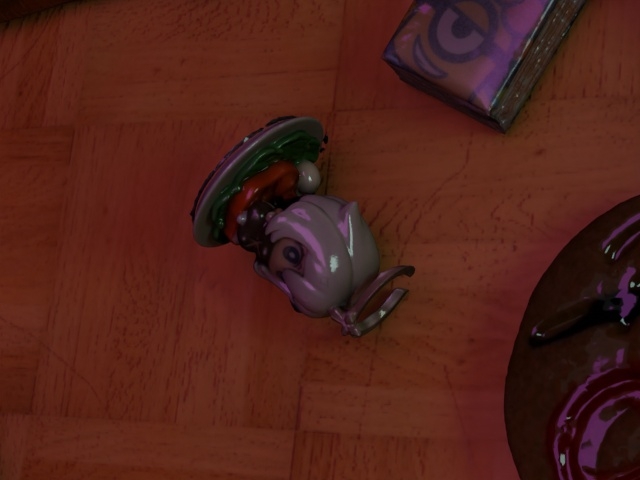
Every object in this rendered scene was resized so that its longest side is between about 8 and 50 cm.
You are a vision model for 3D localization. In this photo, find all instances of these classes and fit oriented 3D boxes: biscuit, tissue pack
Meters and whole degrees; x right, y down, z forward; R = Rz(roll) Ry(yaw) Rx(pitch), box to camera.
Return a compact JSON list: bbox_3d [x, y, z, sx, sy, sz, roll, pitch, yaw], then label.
[{"bbox_3d":[0.278,0.130,0.920,0.367,0.063,0.314,21,84,30],"label":"biscuit"},{"bbox_3d":[0.126,-0.167,1.088,0.108,0.060,0.148,32,92,30],"label":"tissue pack"}]

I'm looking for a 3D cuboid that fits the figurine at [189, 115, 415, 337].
[{"bbox_3d":[0.000,0.000,1.084,0.154,0.132,0.132,45,98,18],"label":"figurine"}]

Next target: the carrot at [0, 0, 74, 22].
[{"bbox_3d":[-0.225,-0.227,1.301,0.209,0.061,0.061,-5,73,22],"label":"carrot"}]
